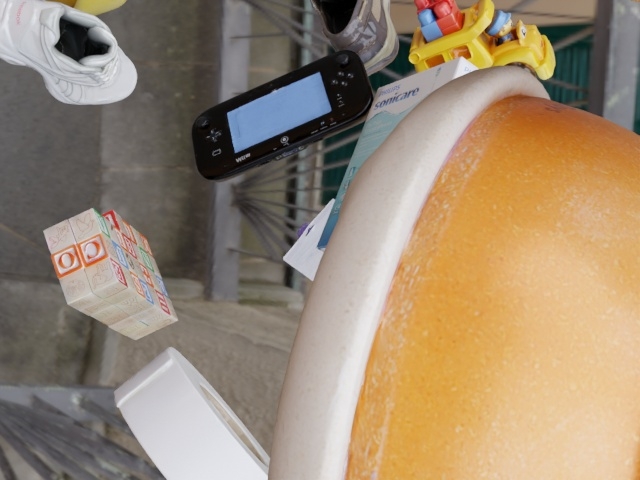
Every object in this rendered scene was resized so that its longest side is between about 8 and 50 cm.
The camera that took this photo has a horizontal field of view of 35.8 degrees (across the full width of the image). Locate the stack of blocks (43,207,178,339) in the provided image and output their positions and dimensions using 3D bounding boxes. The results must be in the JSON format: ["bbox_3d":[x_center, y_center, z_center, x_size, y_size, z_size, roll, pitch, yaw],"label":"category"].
[{"bbox_3d":[-0.344,0.045,1.623,0.087,0.297,0.171,-25,72,2],"label":"stack of blocks"}]

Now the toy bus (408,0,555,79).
[{"bbox_3d":[0.252,-0.330,1.637,0.211,0.220,0.149,60,26,-26],"label":"toy bus"}]

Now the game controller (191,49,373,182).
[{"bbox_3d":[-0.066,-0.206,1.649,0.319,0.166,0.067,-23,132,10],"label":"game controller"}]

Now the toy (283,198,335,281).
[{"bbox_3d":[0.000,0.000,1.812,0.137,0.056,0.237,-51,153,-1],"label":"toy"}]

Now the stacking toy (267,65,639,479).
[{"bbox_3d":[0.245,0.118,0.445,0.351,0.480,0.350,-35,131,-54],"label":"stacking toy"}]

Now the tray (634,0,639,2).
[{"bbox_3d":[0.128,-0.165,0.457,0.203,0.411,0.076,-29,135,-53],"label":"tray"}]

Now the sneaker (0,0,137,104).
[{"bbox_3d":[-0.264,-0.204,1.111,0.232,0.115,0.090,20,81,-65],"label":"sneaker"}]

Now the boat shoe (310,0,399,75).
[{"bbox_3d":[0.052,-0.449,1.803,0.132,0.355,0.130,-32,134,17],"label":"boat shoe"}]

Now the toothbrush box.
[{"bbox_3d":[0.143,-0.100,1.475,0.126,0.216,0.295,29,70,-26],"label":"toothbrush box"}]

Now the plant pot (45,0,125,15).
[{"bbox_3d":[-0.278,-0.449,1.340,0.239,0.254,0.253,-26,113,-29],"label":"plant pot"}]

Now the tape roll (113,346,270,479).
[{"bbox_3d":[-0.156,0.282,1.357,0.100,0.286,0.286,-39,121,-5],"label":"tape roll"}]
